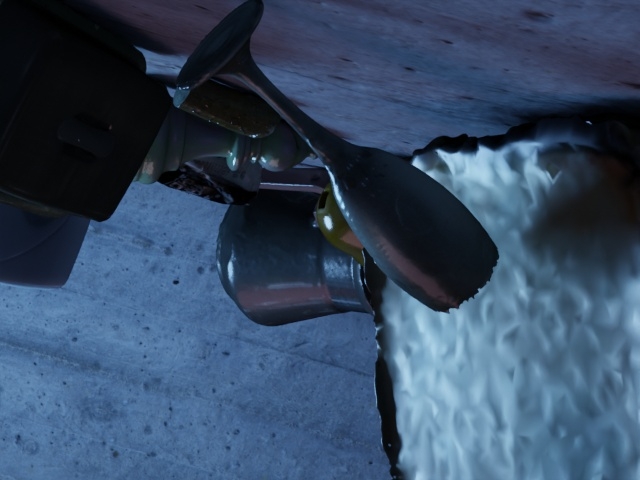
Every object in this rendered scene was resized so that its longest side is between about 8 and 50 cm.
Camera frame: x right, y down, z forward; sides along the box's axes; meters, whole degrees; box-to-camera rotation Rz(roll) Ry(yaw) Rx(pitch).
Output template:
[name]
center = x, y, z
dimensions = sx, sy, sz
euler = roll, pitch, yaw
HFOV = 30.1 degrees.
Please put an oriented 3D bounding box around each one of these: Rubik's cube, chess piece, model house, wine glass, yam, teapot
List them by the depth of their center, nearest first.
[wine glass]
center = -0.026, -0.050, 1.074
dimensions = 0.309, 0.096, 0.264
euler = 42, 150, -23
[model house]
center = 0.321, 0.076, 1.171
dimensions = 0.400, 0.395, 0.445
euler = 0, 169, -29
[yam]
center = -0.115, -0.163, 1.449
dimensions = 0.132, 0.054, 0.054
euler = 18, 177, -35
[chess piece]
center = -0.130, -0.137, 1.609
dimensions = 0.271, 0.139, 0.139
euler = 4, 180, -15
[Rubik's cube]
center = -0.611, -0.121, 2.062
dimensions = 0.351, 0.352, 0.347
euler = 12, 176, 24
[teapot]
center = 0.000, 0.000, 2.237
dimensions = 0.361, 0.305, 0.376
euler = 4, 142, 32

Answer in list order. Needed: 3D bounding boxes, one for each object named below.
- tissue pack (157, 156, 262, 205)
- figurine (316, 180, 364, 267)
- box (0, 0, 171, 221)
[tissue pack]
center = -0.278, -0.152, 1.905
dimensions = 0.332, 0.123, 0.245
euler = 14, 179, 35
[figurine]
center = 0.130, -0.022, 1.718
dimensions = 0.285, 0.167, 0.342
euler = 10, 150, -19
[box]
center = -0.305, -0.142, 1.268
dimensions = 0.166, 0.220, 0.290
euler = 30, -177, 24
